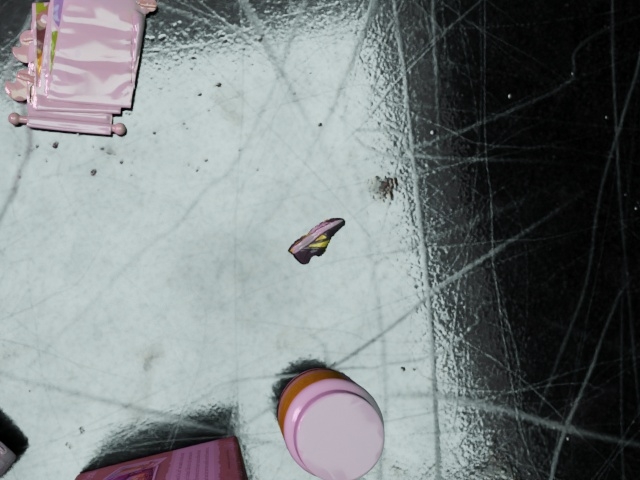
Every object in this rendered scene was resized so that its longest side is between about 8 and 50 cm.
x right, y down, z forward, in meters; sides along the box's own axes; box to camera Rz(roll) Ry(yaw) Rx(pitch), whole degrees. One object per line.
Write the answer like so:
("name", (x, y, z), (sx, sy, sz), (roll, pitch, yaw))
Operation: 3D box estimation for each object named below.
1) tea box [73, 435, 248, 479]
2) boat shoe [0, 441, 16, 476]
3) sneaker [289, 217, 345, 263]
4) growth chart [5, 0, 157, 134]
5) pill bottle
("tea box", (-0.159, 0.419, 0.986), (0.220, 0.329, 0.323), (-13, 89, -8))
("boat shoe", (-0.469, 0.210, 1.101), (0.227, 0.079, 0.081), (47, 60, 3))
("sneaker", (0.000, 0.000, 1.179), (0.083, 0.031, 0.035), (-33, 104, -2))
("growth chart", (-0.309, -0.250, 1.160), (0.172, 0.021, 0.237), (13, 86, -5))
("pill bottle", (0.011, 0.221, 1.075), (0.119, 0.208, 0.119), (0, 87, -6))
